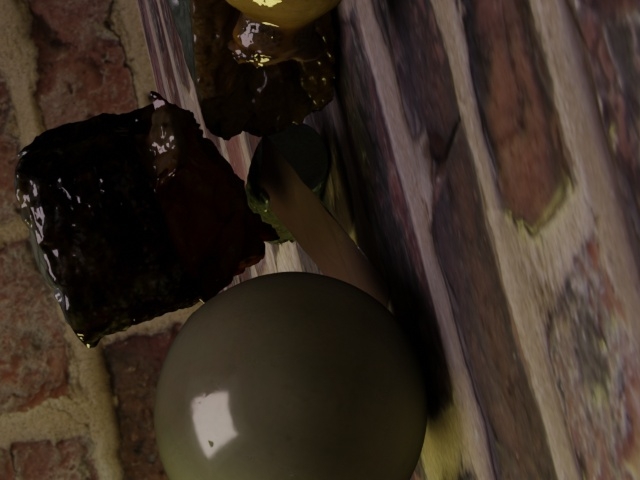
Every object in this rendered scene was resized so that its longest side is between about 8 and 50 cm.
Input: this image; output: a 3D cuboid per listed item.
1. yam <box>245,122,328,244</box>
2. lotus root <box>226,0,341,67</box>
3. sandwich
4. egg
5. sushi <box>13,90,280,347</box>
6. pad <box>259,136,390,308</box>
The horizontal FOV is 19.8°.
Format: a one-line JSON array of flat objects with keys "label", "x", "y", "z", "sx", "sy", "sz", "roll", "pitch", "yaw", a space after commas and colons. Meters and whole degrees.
[{"label": "yam", "x": -0.033, "y": -0.051, "z": 1.730, "sx": 0.179, "sy": 0.078, "sz": 0.078, "roll": 113, "pitch": 144, "yaw": -71}, {"label": "lotus root", "x": -0.026, "y": -0.257, "z": 1.212, "sx": 0.146, "sy": 0.131, "sz": 0.303, "roll": -72, "pitch": -21, "yaw": -58}, {"label": "sandwich", "x": -0.085, "y": -0.286, "z": 1.552, "sx": 0.262, "sy": 0.131, "sz": 0.325, "roll": 85, "pitch": 170, "yaw": -47}, {"label": "egg", "x": -0.023, "y": 0.134, "z": 1.444, "sx": 0.269, "sy": 0.219, "sz": 0.219, "roll": 142, "pitch": 116, "yaw": -68}, {"label": "sushi", "x": -0.154, "y": -0.028, "z": 1.563, "sx": 0.196, "sy": 0.182, "sz": 0.343, "roll": 62, "pitch": 180, "yaw": -1}, {"label": "pad", "x": 0.000, "y": 0.000, "z": 1.588, "sx": 0.188, "sy": 0.006, "sz": 0.113, "roll": 51, "pitch": 159, "yaw": 22}]
